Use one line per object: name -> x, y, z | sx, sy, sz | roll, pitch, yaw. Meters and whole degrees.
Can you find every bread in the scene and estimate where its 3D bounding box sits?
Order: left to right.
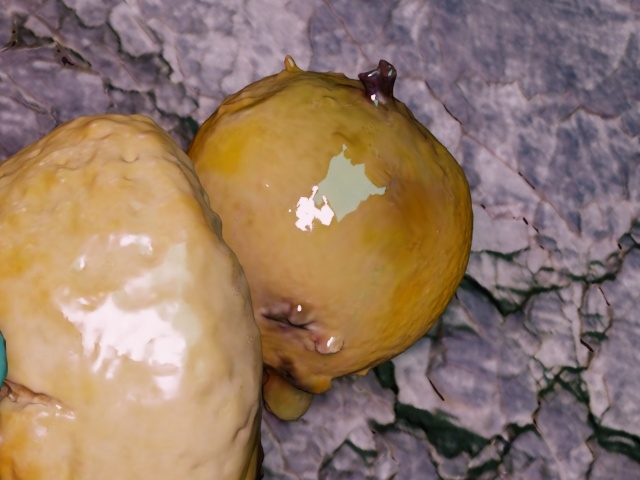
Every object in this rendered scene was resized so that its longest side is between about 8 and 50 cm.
bread -> -0.110, 0.067, 0.846 | 0.134, 0.244, 0.244 | -11, 75, -21

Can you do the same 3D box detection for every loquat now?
loquat -> 0.000, 0.000, 0.994 | 0.172, 0.149, 0.204 | 2, 101, -52

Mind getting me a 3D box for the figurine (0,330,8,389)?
figurine -> -0.289, 0.039, 0.745 | 0.323, 0.231, 0.340 | -13, 73, 4
